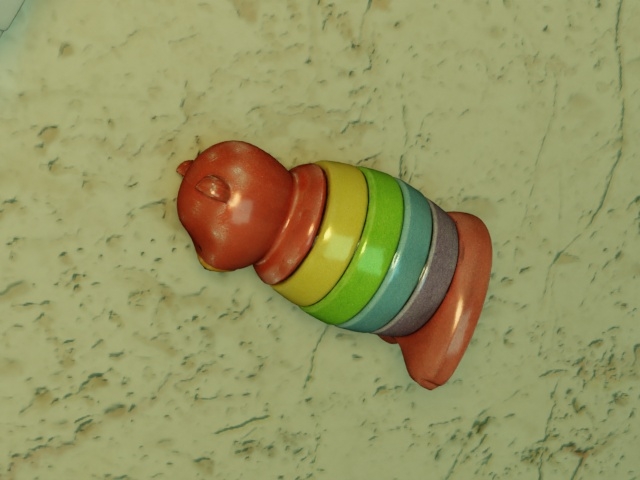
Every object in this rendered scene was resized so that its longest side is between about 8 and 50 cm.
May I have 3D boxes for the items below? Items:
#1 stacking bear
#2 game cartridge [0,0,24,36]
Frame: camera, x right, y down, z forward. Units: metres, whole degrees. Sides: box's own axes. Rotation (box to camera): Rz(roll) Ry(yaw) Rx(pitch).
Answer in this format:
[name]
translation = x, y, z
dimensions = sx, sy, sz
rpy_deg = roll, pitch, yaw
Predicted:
[stacking bear]
translation = 0.000, 0.000, 1.319
dimensions = 0.289, 0.175, 0.164
rpy_deg = 22, 102, -24
[game cartridge]
translation = -0.320, -0.272, 0.993
dimensions = 0.294, 0.060, 0.196
rpy_deg = 23, 122, -29
